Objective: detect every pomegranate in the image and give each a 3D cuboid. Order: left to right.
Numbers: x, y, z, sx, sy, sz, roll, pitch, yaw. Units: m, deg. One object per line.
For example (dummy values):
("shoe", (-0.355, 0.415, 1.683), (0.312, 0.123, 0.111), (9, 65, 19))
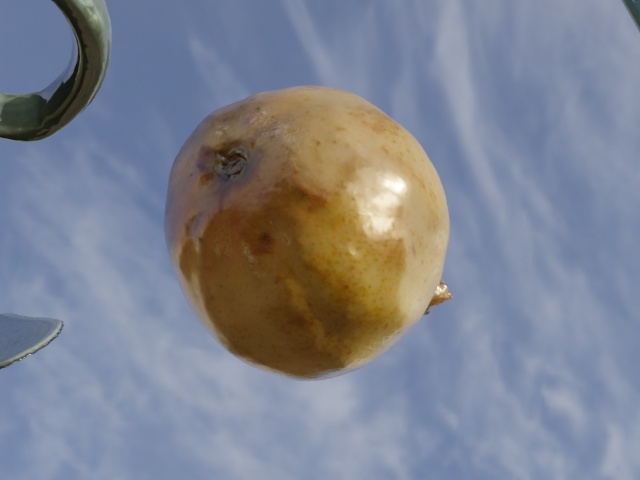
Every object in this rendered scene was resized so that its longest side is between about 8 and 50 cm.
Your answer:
("pomegranate", (-0.011, -0.007, 1.153), (0.207, 0.207, 0.207), (5, -42, 5))

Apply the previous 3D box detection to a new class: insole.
("insole", (-0.177, 0.053, 0.861), (0.080, 0.232, 0.003), (-22, -82, -14))

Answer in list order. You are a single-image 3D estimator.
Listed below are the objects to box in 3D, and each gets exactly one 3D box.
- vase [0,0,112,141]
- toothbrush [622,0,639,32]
("vase", (-0.207, -0.114, 0.745), (0.251, 0.156, 0.301), (8, -29, -24))
("toothbrush", (0.277, -0.122, 1.263), (0.019, 0.275, 0.025), (-29, -15, 13))
